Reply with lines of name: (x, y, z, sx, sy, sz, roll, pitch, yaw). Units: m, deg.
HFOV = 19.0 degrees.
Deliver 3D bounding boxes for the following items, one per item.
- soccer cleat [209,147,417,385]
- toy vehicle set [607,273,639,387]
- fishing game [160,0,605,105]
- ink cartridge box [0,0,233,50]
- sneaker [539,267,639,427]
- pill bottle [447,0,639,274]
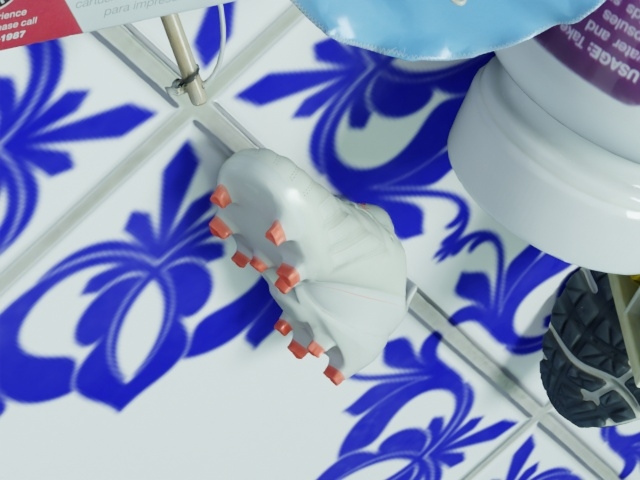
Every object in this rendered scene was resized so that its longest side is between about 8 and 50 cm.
soccer cleat: (0.000, 0.000, 0.938, 0.076, 0.068, 0.196, -49, 151, -14)
toy vehicle set: (0.224, -0.069, 0.983, 0.035, 0.166, 0.267, 16, 124, -15)
fishing game: (0.050, -0.150, 0.702, 0.264, 0.041, 0.189, -12, 118, 2)
ink cartridge box: (-0.090, -0.167, 0.576, 0.128, 0.127, 0.176, -16, 140, -31)
sneaker: (0.261, 0.020, 1.179, 0.283, 0.110, 0.122, -43, 151, 6)
pill bottle: (0.172, -0.136, 0.841, 0.169, 0.169, 0.301, -6, 136, -41)
